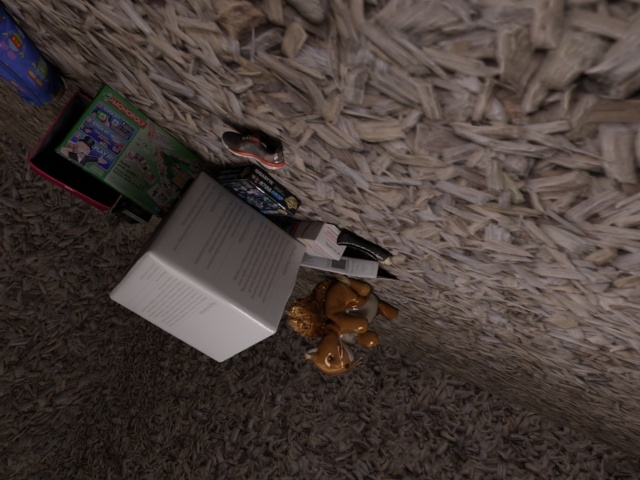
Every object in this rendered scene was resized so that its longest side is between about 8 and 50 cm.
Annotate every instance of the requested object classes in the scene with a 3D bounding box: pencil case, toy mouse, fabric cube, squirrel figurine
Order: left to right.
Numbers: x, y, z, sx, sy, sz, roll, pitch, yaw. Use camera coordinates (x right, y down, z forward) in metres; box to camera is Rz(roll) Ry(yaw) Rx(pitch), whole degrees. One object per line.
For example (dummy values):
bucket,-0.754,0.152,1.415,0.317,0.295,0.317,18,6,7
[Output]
pencil case,-0.769,-0.455,1.134,0.120,0.133,0.306,-5,165,-3
fabric cube,-0.724,-0.263,1.434,0.254,0.259,0.258,35,164,-27
toy mouse,-0.108,-0.025,1.567,0.143,0.031,0.161,31,165,-10
squirrel figurine,0.055,0.353,1.871,0.397,0.370,0.281,16,161,39

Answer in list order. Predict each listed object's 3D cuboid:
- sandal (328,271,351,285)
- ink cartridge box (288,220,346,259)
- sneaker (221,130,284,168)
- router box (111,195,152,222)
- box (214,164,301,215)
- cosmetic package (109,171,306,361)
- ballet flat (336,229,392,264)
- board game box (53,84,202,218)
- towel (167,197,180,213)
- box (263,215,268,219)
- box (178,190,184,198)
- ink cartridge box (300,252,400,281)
sandal,0.076,0.127,1.730,0.072,0.049,0.180,38,178,-14
ink cartridge box,0.000,0.000,1.391,0.115,0.067,0.198,39,162,-32
sneaker,-0.144,-0.216,0.994,0.158,0.061,0.064,24,138,10
router box,-0.550,-0.174,1.452,0.081,0.242,0.309,36,163,-27
box,-0.183,-0.138,1.290,0.175,0.051,0.220,38,162,-32
cosmetic package,-0.318,0.091,1.335,0.394,0.329,0.327,38,134,-19
ballet flat,0.125,0.028,1.298,0.173,0.049,0.057,28,166,1
board game box,-0.513,-0.233,1.246,0.317,0.213,0.046,39,161,-34
towel,-0.531,-0.089,1.726,0.332,0.053,0.317,47,176,40
box,-0.299,-0.031,1.627,0.270,0.143,0.165,11,146,50
box,-0.644,-0.222,1.885,0.201,0.021,0.164,22,164,20
ink cartridge box,0.096,0.083,1.524,0.239,0.060,0.275,9,179,-36
